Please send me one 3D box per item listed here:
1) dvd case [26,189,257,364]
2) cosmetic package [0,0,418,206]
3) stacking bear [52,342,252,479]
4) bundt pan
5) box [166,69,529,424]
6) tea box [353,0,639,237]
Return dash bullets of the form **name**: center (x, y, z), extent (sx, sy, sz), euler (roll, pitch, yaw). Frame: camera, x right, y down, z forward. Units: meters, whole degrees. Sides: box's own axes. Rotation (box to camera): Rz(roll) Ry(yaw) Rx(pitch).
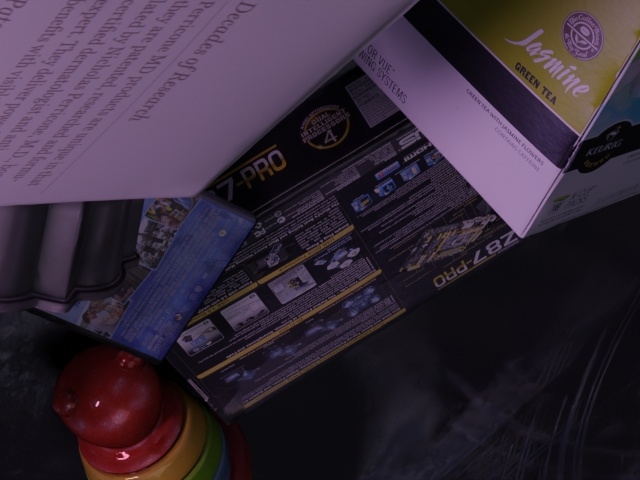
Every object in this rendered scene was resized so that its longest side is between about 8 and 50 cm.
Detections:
- **dvd case**: center (-0.209, 0.000, 1.645), extent (0.253, 0.022, 0.180), euler (25, 111, -27)
- **cosmetic package**: center (-0.207, -0.227, 1.109), extent (0.394, 0.329, 0.327), euler (-5, 160, -35)
- **stacking bear**: center (-0.191, 0.208, 1.911), extent (0.175, 0.164, 0.289), euler (-30, 141, -2)
- **bundt pan**: center (-0.277, -0.082, 1.350), extent (0.331, 0.331, 0.124), euler (3, 117, -40)
- **box**: center (0.000, 0.000, 1.837), extent (0.395, 0.097, 0.318), euler (-32, 144, 2)
- **tea box**: center (0.188, -0.244, 1.430), extent (0.220, 0.329, 0.323), euler (-19, 149, -40)
